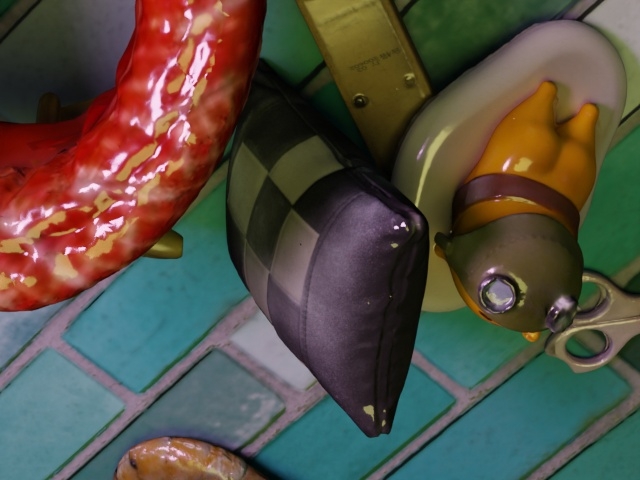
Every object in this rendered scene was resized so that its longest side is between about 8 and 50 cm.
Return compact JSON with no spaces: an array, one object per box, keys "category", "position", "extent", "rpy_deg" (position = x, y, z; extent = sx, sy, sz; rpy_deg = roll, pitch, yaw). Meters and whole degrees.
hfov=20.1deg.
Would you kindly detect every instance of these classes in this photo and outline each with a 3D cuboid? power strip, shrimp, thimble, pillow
[{"category":"power strip","position":[0.059,-0.094,1.356],"extent":[0.064,0.044,0.305],"rpy_deg":[-22,118,11]},{"category":"shrimp","position":[-0.084,0.249,1.559],"extent":[0.217,0.051,0.150],"rpy_deg":[30,120,-9]},{"category":"thimble","position":[-0.202,-0.143,1.152],"extent":[0.350,0.230,0.350],"rpy_deg":[0,98,-1]},{"category":"pillow","position":[0.000,0.000,1.307],"extent":[0.106,0.250,0.186],"rpy_deg":[-10,127,-25]}]

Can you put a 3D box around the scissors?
[{"category":"scissors","position":[0.273,0.057,1.467],"extent":[0.189,0.015,0.100],"rpy_deg":[-9,122,2]}]

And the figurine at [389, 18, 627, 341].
[{"category":"figurine","position":[0.152,-0.032,1.301],"extent":[0.166,0.141,0.250],"rpy_deg":[23,102,-23]}]

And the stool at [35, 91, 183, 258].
[{"category":"stool","position":[-0.154,-0.052,1.337],"extent":[0.110,0.134,0.135],"rpy_deg":[1,166,-6]}]
